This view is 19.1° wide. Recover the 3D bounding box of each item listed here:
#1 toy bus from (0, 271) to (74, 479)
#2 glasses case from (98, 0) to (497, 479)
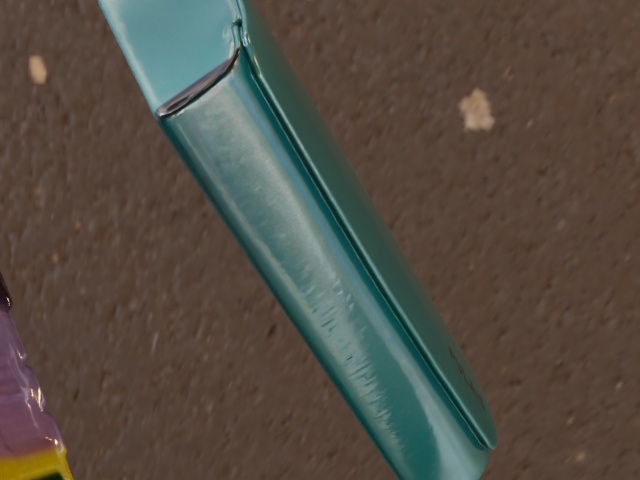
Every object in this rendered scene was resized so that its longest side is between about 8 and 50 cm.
[{"bbox_3d":[-0.254,0.136,0.638,0.209,0.440,0.249,-25,83,16],"label":"toy bus"},{"bbox_3d":[0.001,0.001,0.926,0.070,0.301,0.117,-30,41,1],"label":"glasses case"}]
